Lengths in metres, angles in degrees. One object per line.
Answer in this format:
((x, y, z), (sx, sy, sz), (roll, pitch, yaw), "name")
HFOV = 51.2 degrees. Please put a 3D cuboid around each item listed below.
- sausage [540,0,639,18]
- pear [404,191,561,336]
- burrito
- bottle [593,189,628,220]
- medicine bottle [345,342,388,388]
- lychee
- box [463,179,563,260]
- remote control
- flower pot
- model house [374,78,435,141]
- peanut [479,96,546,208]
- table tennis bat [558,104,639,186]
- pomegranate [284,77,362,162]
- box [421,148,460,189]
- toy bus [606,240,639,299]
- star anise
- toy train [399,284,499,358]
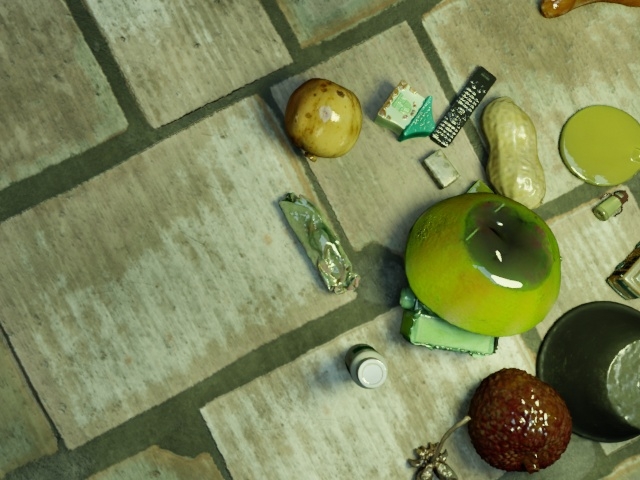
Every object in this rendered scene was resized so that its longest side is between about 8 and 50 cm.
((0.746, -0.672, 1.824), (0.303, 0.076, 0.102), (-7, 85, -3), "sausage")
((0.411, 0.027, 1.607), (0.399, 0.165, 0.398), (3, 63, -5), "pear")
((-0.003, 0.002, 1.760), (0.096, 0.066, 0.309), (-32, 86, -1), "burrito")
((0.792, -0.097, 1.812), (0.101, 0.047, 0.063), (-39, 116, -8), "bottle")
((0.113, 0.311, 1.650), (0.095, 0.260, 0.095), (0, 88, -1), "medicine bottle")
((0.494, 0.451, 1.672), (0.261, 0.260, 0.260), (0, 87, -2), "lychee")
((0.477, 0.004, 1.791), (0.311, 0.043, 0.173), (43, 86, 1), "box")
((0.388, -0.362, 1.818), (0.063, 0.025, 0.245), (37, 85, -1), "remote control")
((0.758, 0.346, 1.684), (0.380, 0.251, 0.378), (0, 89, -1), "flower pot")
((0.236, -0.330, 1.773), (0.149, 0.100, 0.127), (34, 86, -2), "model house")
((0.506, -0.230, 1.764), (0.149, 0.149, 0.313), (-8, 85, -3), "peanut")
((0.833, -0.239, 1.820), (0.369, 0.054, 0.224), (17, 85, 3), "table tennis bat")
((0.001, -0.306, 1.713), (0.216, 0.215, 0.215), (0, 87, -2), "pomegranate")
((0.322, -0.191, 1.795), (0.062, 0.045, 0.098), (-38, 88, -5), "box")
((0.863, 0.070, 1.773), (0.091, 0.103, 0.182), (44, 86, 1), "toy bus")
((0.315, 0.550, 1.675), (0.148, 0.227, 0.218), (25, 75, 6), "star anise")
((0.331, 0.192, 1.723), (0.272, 0.159, 0.188), (9, 90, -6), "toy train")
